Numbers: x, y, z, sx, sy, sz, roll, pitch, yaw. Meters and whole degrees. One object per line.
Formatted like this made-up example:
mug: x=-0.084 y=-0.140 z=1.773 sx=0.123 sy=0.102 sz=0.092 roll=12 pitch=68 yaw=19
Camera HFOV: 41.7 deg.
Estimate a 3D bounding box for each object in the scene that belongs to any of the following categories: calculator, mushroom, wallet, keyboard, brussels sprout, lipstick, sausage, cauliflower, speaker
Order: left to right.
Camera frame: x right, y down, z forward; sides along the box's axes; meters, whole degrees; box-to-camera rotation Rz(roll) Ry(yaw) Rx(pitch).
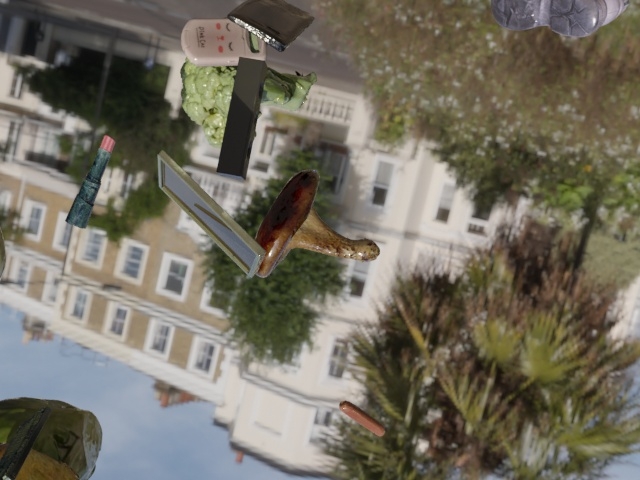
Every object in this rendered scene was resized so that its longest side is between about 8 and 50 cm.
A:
keyboard: x=-0.412 y=0.286 z=1.143 sx=0.014 sy=0.055 sz=0.176 roll=52 pitch=-169 yaw=-16
brussels sprout: x=-0.667 y=0.501 z=1.911 sx=0.354 sy=0.281 sz=0.289 roll=-22 pitch=-157 yaw=4
lipstick: x=-0.560 y=-0.147 z=2.058 sx=0.053 sy=0.234 sz=0.053 roll=21 pitch=-177 yaw=-1
calculator: x=-0.178 y=-0.378 z=1.603 sx=0.174 sy=0.100 sz=0.032 roll=-4 pitch=161 yaw=-12
cauliflower: x=-0.177 y=-0.320 z=1.843 sx=0.281 sy=0.260 sz=0.327 roll=29 pitch=-174 yaw=-19
speaker: x=-0.126 y=-0.195 z=1.351 sx=0.046 sy=0.191 sz=0.040 roll=10 pitch=175 yaw=4
wallet: x=-0.091 y=-0.429 z=1.616 sx=0.124 sy=0.025 sz=0.244 roll=29 pitch=-150 yaw=-2
mushroom: x=0.000 y=0.000 z=1.550 sx=0.217 sy=0.227 sz=0.148 roll=29 pitch=169 yaw=1
sausage: x=0.103 y=0.428 z=2.017 sx=0.147 sy=0.035 sz=0.030 roll=36 pitch=-155 yaw=-25

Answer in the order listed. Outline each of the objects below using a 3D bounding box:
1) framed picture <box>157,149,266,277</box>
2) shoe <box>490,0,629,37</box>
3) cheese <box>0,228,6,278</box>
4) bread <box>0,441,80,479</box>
framed picture: x=-0.160 y=-0.035 z=1.217 sx=0.203 sy=0.015 sz=0.150 roll=44 pitch=164 yaw=4
shoe: x=0.424 y=-0.424 z=1.504 sx=0.137 sy=0.095 sz=0.245 roll=-20 pitch=-149 yaw=-35
cheese: x=-0.553 y=-0.050 z=1.278 sx=0.163 sy=0.249 sz=0.070 roll=-5 pitch=-175 yaw=39
bread: x=-0.593 y=0.567 z=1.574 sx=0.398 sy=0.215 sz=0.398 roll=57 pitch=-171 yaw=-15
